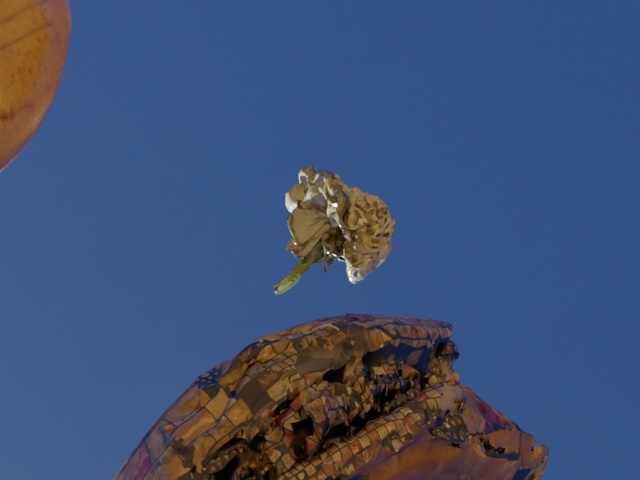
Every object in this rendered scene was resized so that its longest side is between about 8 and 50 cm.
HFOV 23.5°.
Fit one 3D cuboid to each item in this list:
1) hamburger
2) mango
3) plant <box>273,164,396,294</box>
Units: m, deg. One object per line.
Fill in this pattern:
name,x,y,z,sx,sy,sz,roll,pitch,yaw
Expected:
hamburger,-0.011,0.127,0.682,0.231,0.231,0.107,-33,-116,-12
mango,-0.368,-0.133,1.389,0.350,0.199,0.201,-35,-137,-31
plant,0.000,0.000,1.292,0.104,0.116,0.122,42,-87,-3
